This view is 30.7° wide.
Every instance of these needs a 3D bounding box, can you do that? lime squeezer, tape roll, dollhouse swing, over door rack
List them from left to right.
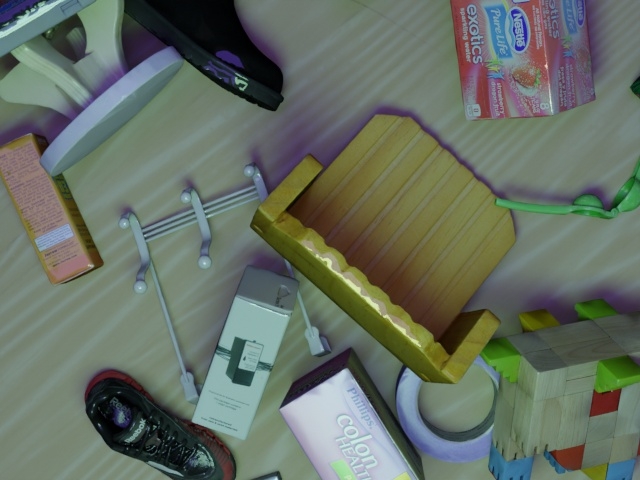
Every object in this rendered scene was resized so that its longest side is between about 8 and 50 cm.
[{"bbox_3d":[-0.150,0.071,1.791,0.240,0.108,0.324,-21,90,10],"label":"over door rack"},{"bbox_3d":[0.131,-0.023,1.653,0.347,0.315,0.305,42,81,-1],"label":"dollhouse swing"},{"bbox_3d":[0.210,0.243,1.802,0.189,0.080,0.188,0,91,2],"label":"tape roll"},{"bbox_3d":[0.425,-0.080,1.783,0.310,0.059,0.109,-26,105,-7],"label":"lime squeezer"}]

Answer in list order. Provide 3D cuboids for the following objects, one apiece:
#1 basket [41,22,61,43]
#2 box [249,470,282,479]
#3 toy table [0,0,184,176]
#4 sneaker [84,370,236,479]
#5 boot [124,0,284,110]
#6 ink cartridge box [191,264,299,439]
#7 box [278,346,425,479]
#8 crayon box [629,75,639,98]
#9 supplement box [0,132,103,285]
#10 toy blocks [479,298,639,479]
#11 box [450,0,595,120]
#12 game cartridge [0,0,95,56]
[{"bbox_3d":[-0.475,-0.387,1.807,0.167,0.113,0.103,38,89,1],"label":"basket"},{"bbox_3d":[-0.131,0.463,1.844,0.186,0.038,0.145,-18,90,4],"label":"box"},{"bbox_3d":[-0.352,-0.241,1.733,0.274,0.252,0.161,-38,92,8],"label":"toy table"},{"bbox_3d":[-0.253,0.305,1.799,0.276,0.135,0.097,35,91,0],"label":"sneaker"},{"bbox_3d":[-0.140,-0.388,1.779,0.348,0.131,0.260,38,93,2],"label":"boot"},{"bbox_3d":[-0.107,0.158,1.690,0.087,0.153,0.208,20,106,-3],"label":"ink cartridge box"},{"bbox_3d":[0.051,0.290,1.729,0.117,0.243,0.213,-32,90,3],"label":"box"},{"bbox_3d":[0.633,-0.206,1.762,0.278,0.081,0.165,42,86,1],"label":"crayon box"},{"bbox_3d":[-0.427,-0.049,1.827,0.080,0.078,0.233,-27,90,3],"label":"supplement box"},{"bbox_3d":[0.406,0.249,1.715,0.382,0.190,0.260,-9,120,-18],"label":"toy blocks"},{"bbox_3d":[0.292,-0.335,1.700,0.154,0.142,0.299,1,105,40],"label":"box"},{"bbox_3d":[-0.445,-0.327,1.641,0.355,0.230,0.068,-31,118,-3],"label":"game cartridge"}]
